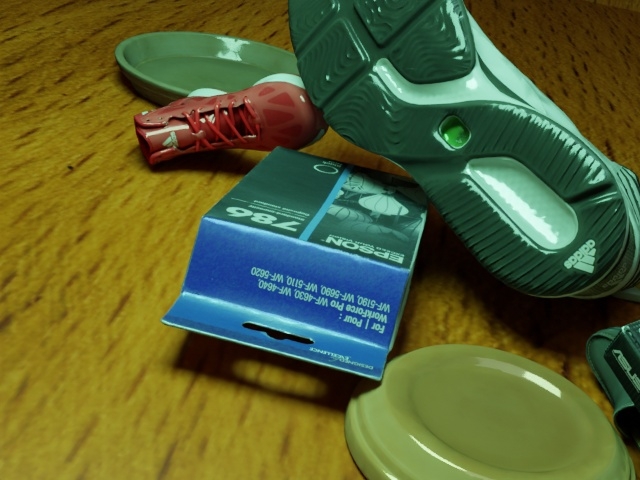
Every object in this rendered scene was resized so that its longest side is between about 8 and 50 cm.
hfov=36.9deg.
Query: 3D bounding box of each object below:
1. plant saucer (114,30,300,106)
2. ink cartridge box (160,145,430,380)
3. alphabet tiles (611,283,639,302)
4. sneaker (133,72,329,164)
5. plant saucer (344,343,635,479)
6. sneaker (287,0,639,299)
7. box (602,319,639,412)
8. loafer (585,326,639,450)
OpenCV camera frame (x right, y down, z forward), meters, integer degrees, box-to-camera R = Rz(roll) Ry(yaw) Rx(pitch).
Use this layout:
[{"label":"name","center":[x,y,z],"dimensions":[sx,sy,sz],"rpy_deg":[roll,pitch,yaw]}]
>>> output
[{"label":"plant saucer","center":[-0.125,-0.211,1.236],"dimensions":[0.278,0.041,0.278],"rpy_deg":[10,25,-5]},{"label":"ink cartridge box","center":[0.000,0.000,0.797],"dimensions":[0.165,0.065,0.332],"rpy_deg":[14,21,5]},{"label":"alphabet tiles","center":[0.424,0.030,1.003],"dimensions":[0.285,0.011,0.342],"rpy_deg":[12,26,0]},{"label":"sneaker","center":[-0.103,-0.108,0.970],"dimensions":[0.221,0.087,0.128],"rpy_deg":[-2,22,45]},{"label":"plant saucer","center":[0.117,0.128,0.650],"dimensions":[0.200,0.037,0.200],"rpy_deg":[8,26,-4]},{"label":"sneaker","center":[0.149,-0.109,0.936],"dimensions":[0.447,0.169,0.257],"rpy_deg":[56,19,26]},{"label":"box","center":[0.314,0.113,0.628],"dimensions":[0.191,0.045,0.184],"rpy_deg":[-15,57,-20]},{"label":"loafer","center":[0.238,0.119,0.692],"dimensions":[0.061,0.062,0.170],"rpy_deg":[-3,28,-21]}]
